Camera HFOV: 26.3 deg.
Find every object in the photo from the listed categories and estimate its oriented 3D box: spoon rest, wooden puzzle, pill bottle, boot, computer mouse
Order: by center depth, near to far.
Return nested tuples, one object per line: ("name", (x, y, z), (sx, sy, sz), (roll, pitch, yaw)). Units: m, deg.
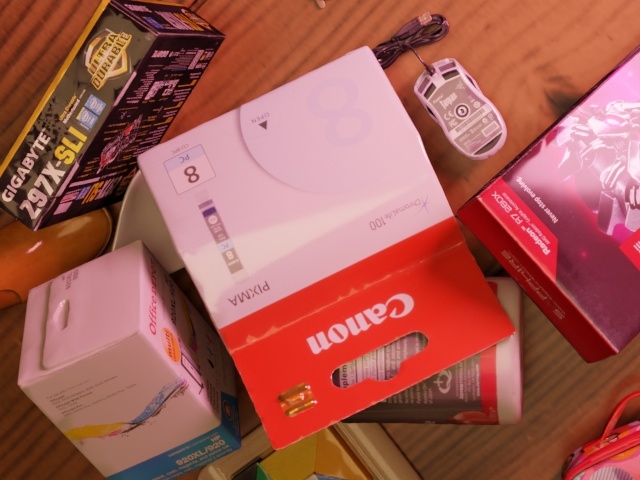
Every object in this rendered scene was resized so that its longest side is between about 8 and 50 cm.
("pill bottle", (0.081, 0.131, 1.637), (0.318, 0.176, 0.176), (0, 97, 10))
("computer mouse", (0.151, -0.178, 1.657), (0.106, 0.042, 0.193), (-36, 84, 8))
("boot", (-0.409, 0.046, 1.697), (0.295, 0.211, 0.104), (-28, 92, 12))
("spoon rest", (-0.217, 0.008, 1.717), (0.137, 0.084, 0.276), (38, 105, -14))
("wooden puzzle", (-0.008, 0.322, 1.745), (0.238, 0.044, 0.221), (-38, 89, 12))

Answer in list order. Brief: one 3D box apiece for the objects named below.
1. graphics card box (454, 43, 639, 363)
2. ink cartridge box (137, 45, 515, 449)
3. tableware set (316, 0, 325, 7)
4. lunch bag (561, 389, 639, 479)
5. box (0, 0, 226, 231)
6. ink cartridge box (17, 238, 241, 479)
("graphics card box", (0.364, -0.071, 1.535), (0.371, 0.094, 0.233), (-41, 88, -13))
("ink cartridge box", (0.000, 0.000, 1.565), (0.308, 0.091, 0.385), (-26, 62, -3))
("tableware set", (0.012, -0.378, 1.666), (0.168, 0.020, 0.141), (-35, 88, 14))
("lunch bag", (0.439, 0.293, 1.630), (0.293, 0.120, 0.258), (-28, 88, 11))
("box", (-0.237, -0.152, 1.585), (0.079, 0.322, 0.257), (36, 102, 3))
("ink cartridge box", (-0.226, 0.154, 1.648), (0.168, 0.171, 0.233), (-25, 128, 12))
